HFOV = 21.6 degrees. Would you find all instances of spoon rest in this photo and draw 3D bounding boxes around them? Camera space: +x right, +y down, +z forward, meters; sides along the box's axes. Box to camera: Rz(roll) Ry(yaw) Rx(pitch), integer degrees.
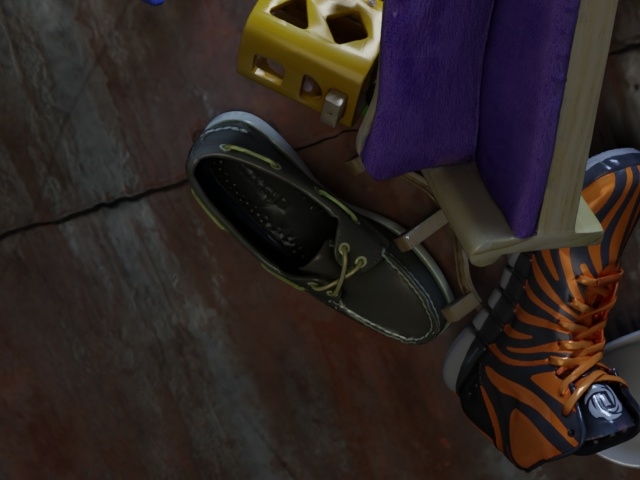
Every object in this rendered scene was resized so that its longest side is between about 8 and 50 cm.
[{"bbox_3d":[0.323,0.100,1.553,0.137,0.084,0.276,25,116,4],"label":"spoon rest"}]

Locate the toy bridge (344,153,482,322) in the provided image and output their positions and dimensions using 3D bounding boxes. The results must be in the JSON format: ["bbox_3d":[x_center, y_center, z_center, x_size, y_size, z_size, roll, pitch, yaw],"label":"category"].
[{"bbox_3d":[0.100,-0.012,1.575,0.188,0.063,0.026,56,158,-5],"label":"toy bridge"}]

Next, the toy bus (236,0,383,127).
[{"bbox_3d":[0.026,-0.150,1.449,0.202,0.104,0.191,-2,138,46],"label":"toy bus"}]

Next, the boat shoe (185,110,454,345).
[{"bbox_3d":[-0.003,0.003,1.591,0.305,0.091,0.109,40,116,-4],"label":"boat shoe"}]

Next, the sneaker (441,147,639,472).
[{"bbox_3d":[0.242,0.081,1.505,0.180,0.124,0.321,54,135,34],"label":"sneaker"}]

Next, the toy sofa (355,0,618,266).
[{"bbox_3d":[0.142,-0.167,1.306,0.177,0.150,0.363,-6,126,-15],"label":"toy sofa"}]

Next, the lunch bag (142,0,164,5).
[{"bbox_3d":[-0.232,-0.364,1.484,0.293,0.138,0.221,19,119,16],"label":"lunch bag"}]
